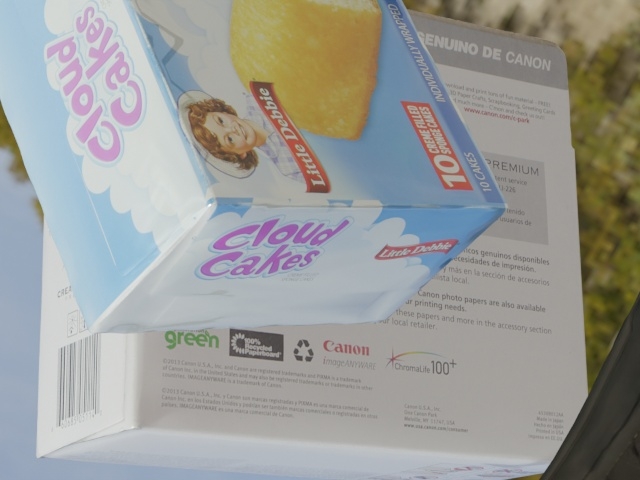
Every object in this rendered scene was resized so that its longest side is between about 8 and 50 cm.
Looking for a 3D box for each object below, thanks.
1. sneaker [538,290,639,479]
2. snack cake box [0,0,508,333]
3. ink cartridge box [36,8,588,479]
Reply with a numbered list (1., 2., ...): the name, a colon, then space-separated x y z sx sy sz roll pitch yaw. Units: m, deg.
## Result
1. sneaker: 0.083 0.043 0.305 0.051 0.170 0.089 33 166 -30
2. snack cake box: -0.054 -0.096 0.740 0.152 0.089 0.264 1 -125 -44
3. ink cartridge box: 0.000 0.000 1.099 0.309 0.271 0.130 9 163 -30
